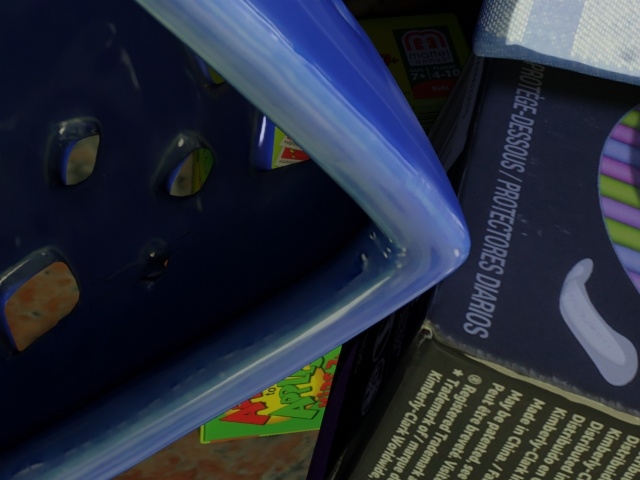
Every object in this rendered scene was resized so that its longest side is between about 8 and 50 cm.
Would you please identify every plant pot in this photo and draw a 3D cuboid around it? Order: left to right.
[{"bbox_3d":[-0.134,-0.068,0.491,0.236,0.212,0.236,-29,138,17],"label":"plant pot"}]

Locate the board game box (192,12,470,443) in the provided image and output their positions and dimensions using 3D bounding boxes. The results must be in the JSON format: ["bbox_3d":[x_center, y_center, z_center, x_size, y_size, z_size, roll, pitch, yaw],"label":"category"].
[{"bbox_3d":[0.000,0.000,0.738,0.092,0.043,0.181,-5,138,-11],"label":"board game box"}]

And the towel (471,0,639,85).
[{"bbox_3d":[0.177,-0.154,0.526,0.209,0.034,0.285,9,120,-17],"label":"towel"}]

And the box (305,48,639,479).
[{"bbox_3d":[0.145,0.059,0.618,0.270,0.165,0.143,21,136,-5],"label":"box"}]
